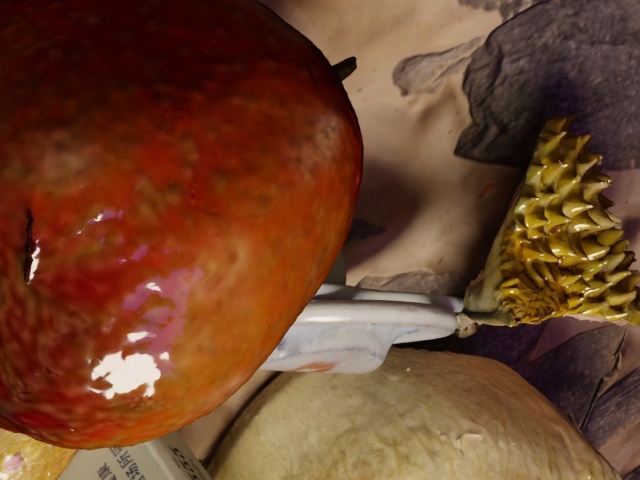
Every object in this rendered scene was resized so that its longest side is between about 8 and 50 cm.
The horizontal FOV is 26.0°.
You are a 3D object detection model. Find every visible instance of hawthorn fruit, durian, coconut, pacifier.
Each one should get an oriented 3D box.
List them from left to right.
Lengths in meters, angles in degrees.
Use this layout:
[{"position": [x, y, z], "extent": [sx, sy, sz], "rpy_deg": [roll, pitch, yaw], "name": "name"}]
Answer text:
[{"position": [-0.103, -0.039, 0.872], "extent": [0.369, 0.285, 0.284], "rpy_deg": [-39, 147, -34], "name": "hawthorn fruit"}, {"position": [0.000, 0.000, 1.092], "extent": [0.279, 0.227, 0.207], "rpy_deg": [7, 82, -45], "name": "pacifier"}, {"position": [0.102, 0.301, 1.295], "extent": [0.405, 0.404, 0.404], "rpy_deg": [-23, 140, -22], "name": "coconut"}, {"position": [0.199, -0.011, 1.219], "extent": [0.305, 0.186, 0.195], "rpy_deg": [30, 63, -76], "name": "durian"}]

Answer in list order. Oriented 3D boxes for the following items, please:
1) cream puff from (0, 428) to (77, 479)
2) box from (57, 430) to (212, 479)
[{"position": [-0.259, 0.128, 1.002], "extent": [0.189, 0.129, 0.189], "rpy_deg": [-31, 142, -28], "name": "cream puff"}, {"position": [-0.195, 0.285, 1.182], "extent": [0.259, 0.168, 0.071], "rpy_deg": [-48, 144, 8], "name": "box"}]
